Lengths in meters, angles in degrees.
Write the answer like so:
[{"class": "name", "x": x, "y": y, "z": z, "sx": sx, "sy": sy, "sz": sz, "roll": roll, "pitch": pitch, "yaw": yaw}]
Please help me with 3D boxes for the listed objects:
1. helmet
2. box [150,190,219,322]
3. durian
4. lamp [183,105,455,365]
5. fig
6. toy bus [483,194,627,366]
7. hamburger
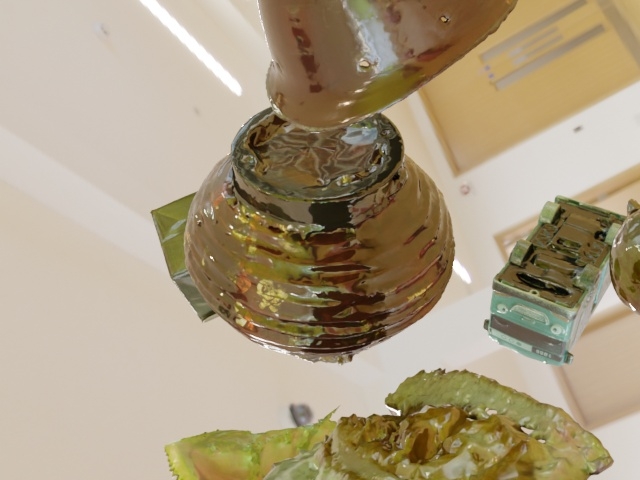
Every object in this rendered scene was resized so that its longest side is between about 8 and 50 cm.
[{"class": "helmet", "x": 0.017, "y": -0.155, "z": 0.445, "sx": 0.155, "sy": 0.175, "sz": 0.106, "roll": 19, "pitch": 155, "yaw": 45}, {"class": "box", "x": -0.127, "y": 0.002, "z": 1.283, "sx": 0.149, "sy": 0.231, "sz": 0.155, "roll": 68, "pitch": 179, "yaw": -54}, {"class": "durian", "x": -0.093, "y": 0.408, "z": 1.428, "sx": 0.158, "sy": 0.351, "sz": 0.169, "roll": 162, "pitch": 103, "yaw": -69}, {"class": "lamp", "x": 0.000, "y": 0.000, "z": 0.710, "sx": 0.247, "sy": 0.247, "sz": 0.247, "roll": 52, "pitch": -161, "yaw": -27}, {"class": "fig", "x": 0.353, "y": 0.009, "z": 0.844, "sx": 0.109, "sy": 0.103, "sz": 0.155, "roll": 14, "pitch": -138, "yaw": -29}, {"class": "toy bus", "x": 0.338, "y": 0.056, "z": 1.131, "sx": 0.256, "sy": 0.128, "sz": 0.147, "roll": -42, "pitch": -37, "yaw": -43}, {"class": "hamburger", "x": 0.115, "y": 0.235, "z": 0.519, "sx": 0.277, "sy": 0.195, "sz": 0.318, "roll": 56, "pitch": 166, "yaw": -7}]
